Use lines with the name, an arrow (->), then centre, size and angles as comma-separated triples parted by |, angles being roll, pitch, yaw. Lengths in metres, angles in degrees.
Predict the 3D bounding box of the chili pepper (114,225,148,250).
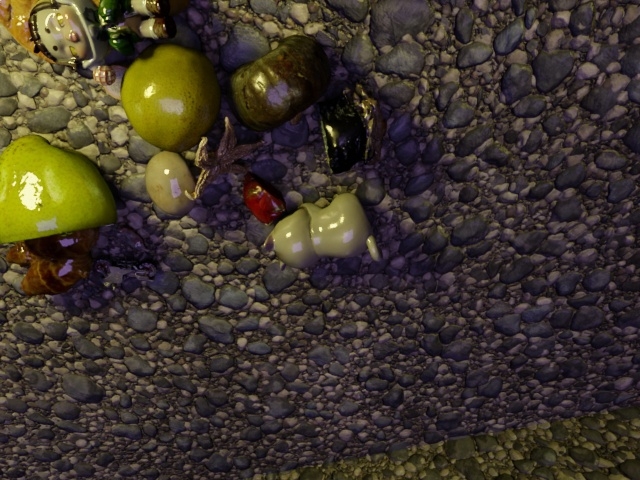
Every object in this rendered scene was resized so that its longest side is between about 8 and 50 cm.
chili pepper -> -0.659, -0.010, 1.785 | 0.050, 0.041, 0.153 | -16, 142, 29

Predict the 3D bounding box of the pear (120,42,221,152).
pear -> -0.409, -0.389, 1.420 | 0.295, 0.294, 0.294 | -2, 123, -4

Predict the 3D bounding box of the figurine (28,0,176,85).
figurine -> -0.546, -0.528, 1.266 | 0.370, 0.167, 0.281 | -5, 126, 9

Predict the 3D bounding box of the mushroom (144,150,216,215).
mushroom -> -0.450, -0.195, 1.616 | 0.207, 0.209, 0.206 | 25, 153, 14

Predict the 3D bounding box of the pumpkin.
pumpkin -> -0.115, -0.412, 1.463 | 0.325, 0.232, 0.242 | -29, 123, 18

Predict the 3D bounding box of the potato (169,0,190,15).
potato -> -0.439, -0.654, 1.320 | 0.178, 0.158, 0.203 | -28, 125, 15

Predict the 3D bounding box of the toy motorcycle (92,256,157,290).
toy motorcycle -> -0.698, 0.121, 1.845 | 0.216, 0.080, 0.122 | 5, 123, -14

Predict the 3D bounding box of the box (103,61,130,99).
box -> -0.578, -0.463, 1.497 | 0.106, 0.037, 0.105 | -2, 123, -3

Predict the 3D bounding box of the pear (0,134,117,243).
pear -> -0.820, -0.159, 1.533 | 0.343, 0.238, 0.317 | -11, 93, -4

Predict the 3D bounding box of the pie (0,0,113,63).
pie -> -0.688, -0.621, 1.355 | 0.340, 0.083, 0.339 | -3, 124, -4

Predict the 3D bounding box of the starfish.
starfish -> -0.284, -0.253, 1.542 | 0.060, 0.302, 0.299 | 43, 120, 15

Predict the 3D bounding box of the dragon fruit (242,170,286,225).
dragon fruit -> -0.205, -0.133, 1.699 | 0.161, 0.127, 0.120 | 38, 103, -24

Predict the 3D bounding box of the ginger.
ginger -> -0.910, 0.049, 1.735 | 0.275, 0.152, 0.357 | 17, 118, -15

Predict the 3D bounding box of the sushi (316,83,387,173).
sushi -> 0.103, -0.325, 1.548 | 0.219, 0.224, 0.238 | -11, 157, -8

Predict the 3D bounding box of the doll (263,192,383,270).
doll -> 0.014, -0.026, 1.739 | 0.371, 0.225, 0.215 | -6, 155, 11
